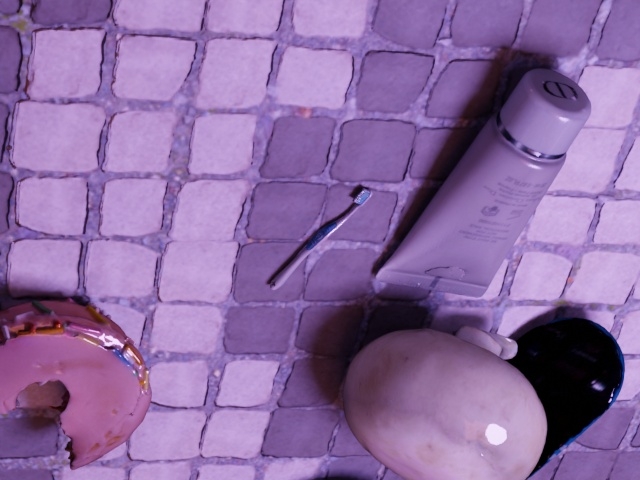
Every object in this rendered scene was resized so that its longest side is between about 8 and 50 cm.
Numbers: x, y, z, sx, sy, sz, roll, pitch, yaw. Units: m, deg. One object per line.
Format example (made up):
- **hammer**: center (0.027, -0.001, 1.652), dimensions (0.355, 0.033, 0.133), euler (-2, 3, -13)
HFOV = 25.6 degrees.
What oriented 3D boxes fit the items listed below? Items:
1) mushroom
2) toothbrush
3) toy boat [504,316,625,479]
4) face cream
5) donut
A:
- **mushroom**: center (0.150, 0.188, 1.632), dimensions (0.246, 0.202, 0.246), euler (23, 147, 16)
- **toothbrush**: center (0.000, 0.000, 1.554), dimensions (0.017, 0.014, 0.162), euler (22, 119, -46)
- **toy boat**: center (0.253, 0.213, 1.747), dimensions (0.299, 0.134, 0.092), euler (-44, 163, 16)
- **face cream**: center (0.185, -0.046, 1.531), dimensions (0.143, 0.089, 0.314), euler (9, 132, -24)
- **donut**: center (-0.293, 0.145, 1.534), dimensions (0.233, 0.085, 0.199), euler (26, 117, -31)
